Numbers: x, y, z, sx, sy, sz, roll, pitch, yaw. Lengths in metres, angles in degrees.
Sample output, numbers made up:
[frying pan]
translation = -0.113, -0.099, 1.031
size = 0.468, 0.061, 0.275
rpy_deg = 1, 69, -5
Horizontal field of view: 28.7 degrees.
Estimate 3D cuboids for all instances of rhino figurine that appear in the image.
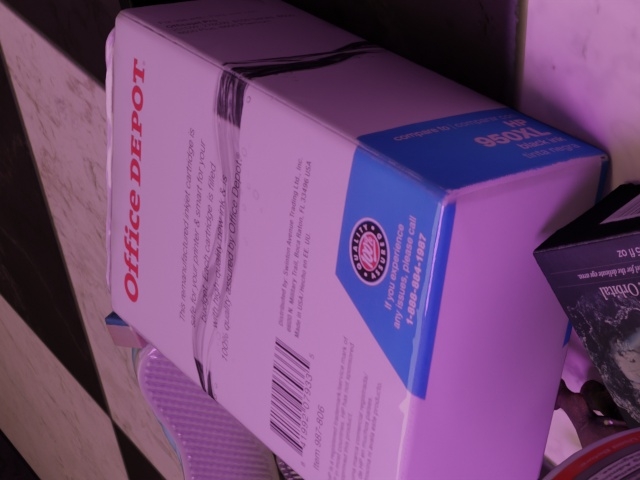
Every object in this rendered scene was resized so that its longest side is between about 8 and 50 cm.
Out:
[rhino figurine]
translation = 0.238, 0.213, 0.977
size = 0.106, 0.073, 0.243
rpy_deg = 34, 148, 47

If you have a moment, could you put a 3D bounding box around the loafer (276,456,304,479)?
[loafer]
translation = 0.034, 0.291, 1.458
size = 0.094, 0.087, 0.251
rpy_deg = -5, 131, 26

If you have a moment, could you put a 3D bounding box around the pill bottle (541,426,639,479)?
[pill bottle]
translation = 0.218, 0.218, 0.538
size = 0.210, 0.210, 0.363
rpy_deg = 62, 174, -9

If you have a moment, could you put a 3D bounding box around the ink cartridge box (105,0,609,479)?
[ink cartridge box]
translation = 0.000, 0.000, 0.977
size = 0.395, 0.166, 0.285
rpy_deg = 34, 128, 42

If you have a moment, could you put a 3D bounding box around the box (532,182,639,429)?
[box]
translation = 0.237, 0.043, 0.757
size = 0.158, 0.093, 0.156
rpy_deg = 60, 156, -6

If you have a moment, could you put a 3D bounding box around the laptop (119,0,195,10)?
[laptop]
translation = -0.177, -0.213, 1.179
size = 0.264, 0.136, 0.234
rpy_deg = 30, 143, 41

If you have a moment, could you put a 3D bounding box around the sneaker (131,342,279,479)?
[sneaker]
translation = -0.156, 0.246, 1.728
size = 0.150, 0.135, 0.366
rpy_deg = -118, 10, -60

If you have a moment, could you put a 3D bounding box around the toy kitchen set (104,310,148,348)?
[toy kitchen set]
translation = -0.175, 0.038, 1.541
size = 0.207, 0.122, 0.166
rpy_deg = 2, 123, 38
